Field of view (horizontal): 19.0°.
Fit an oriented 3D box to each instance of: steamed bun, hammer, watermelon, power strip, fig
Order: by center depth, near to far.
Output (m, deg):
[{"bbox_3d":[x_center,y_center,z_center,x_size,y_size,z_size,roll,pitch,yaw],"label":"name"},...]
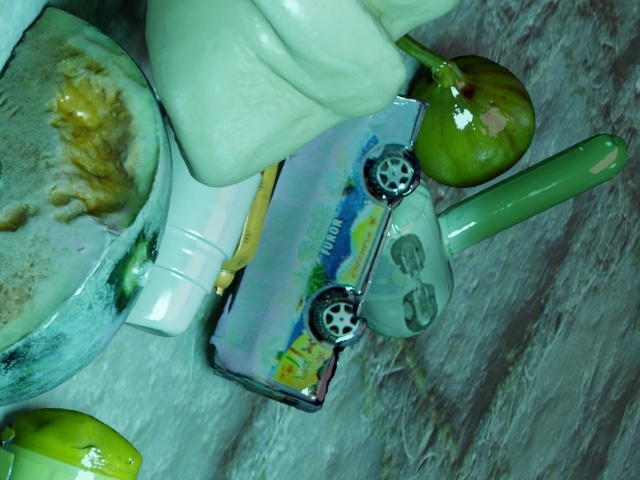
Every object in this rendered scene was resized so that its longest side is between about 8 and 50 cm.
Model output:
[{"bbox_3d":[-0.181,0.009,1.429,0.322,0.175,0.188,-64,152,-19],"label":"watermelon"},{"bbox_3d":[-0.008,-0.253,1.452,0.342,0.255,0.367,78,8,-48],"label":"steamed bun"},{"bbox_3d":[-0.075,-0.036,1.762,0.028,0.049,0.178,11,94,-59],"label":"power strip"},{"bbox_3d":[0.170,-0.036,2.013,0.335,0.119,0.206,-26,142,-6],"label":"hammer"},{"bbox_3d":[0.159,-0.147,2.062,0.142,0.148,0.186,-19,154,-7],"label":"fig"}]

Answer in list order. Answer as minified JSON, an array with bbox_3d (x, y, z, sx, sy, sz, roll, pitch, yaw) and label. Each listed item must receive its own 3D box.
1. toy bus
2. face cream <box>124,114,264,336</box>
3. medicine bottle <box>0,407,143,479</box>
[{"bbox_3d":[0.000,0.000,1.826,0.112,0.138,0.317,127,-18,-77],"label":"toy bus"},{"bbox_3d":[-0.092,-0.079,1.645,0.102,0.102,0.345,43,65,-61],"label":"face cream"},{"bbox_3d":[-0.228,0.253,1.535,0.124,0.124,0.239,29,76,-64],"label":"medicine bottle"}]
